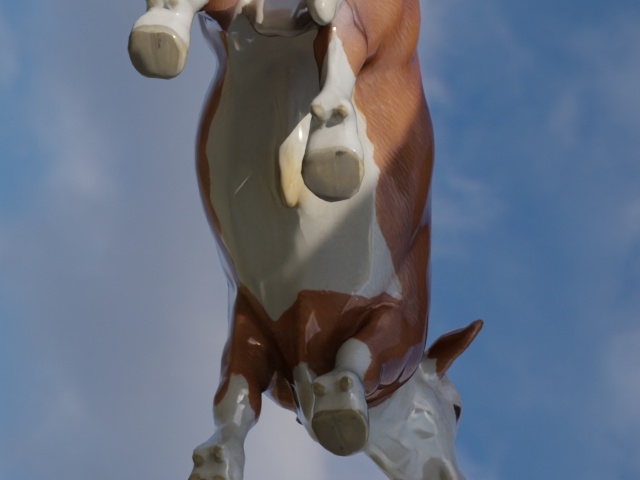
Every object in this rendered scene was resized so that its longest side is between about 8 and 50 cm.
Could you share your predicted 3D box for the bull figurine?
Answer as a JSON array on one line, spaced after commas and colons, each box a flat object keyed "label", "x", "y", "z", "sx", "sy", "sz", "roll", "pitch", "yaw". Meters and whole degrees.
[{"label": "bull figurine", "x": 0.000, "y": 0.000, "z": 0.757, "sx": 0.101, "sy": 0.188, "sz": 0.310, "roll": -4, "pitch": -67, "yaw": 14}]
